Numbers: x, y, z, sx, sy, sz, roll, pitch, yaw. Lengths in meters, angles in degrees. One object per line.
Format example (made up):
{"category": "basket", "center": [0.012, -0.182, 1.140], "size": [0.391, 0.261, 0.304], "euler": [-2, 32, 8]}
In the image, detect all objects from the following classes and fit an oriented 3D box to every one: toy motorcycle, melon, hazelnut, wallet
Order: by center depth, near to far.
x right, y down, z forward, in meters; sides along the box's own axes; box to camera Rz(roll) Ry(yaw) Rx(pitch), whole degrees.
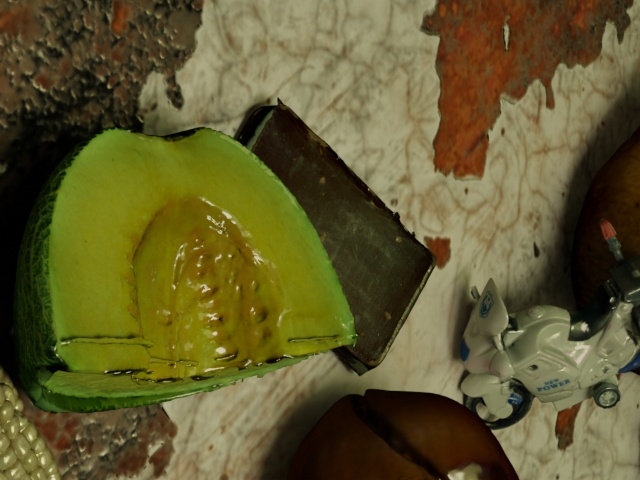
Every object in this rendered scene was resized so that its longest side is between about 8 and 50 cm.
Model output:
{"category": "melon", "center": [-0.120, 0.020, 1.119], "size": [0.265, 0.129, 0.169], "euler": [-1, 71, -45]}
{"category": "hazelnut", "center": [0.062, 0.201, 1.297], "size": [0.208, 0.208, 0.208], "euler": [-5, 96, -48]}
{"category": "wallet", "center": [0.000, 0.000, 1.309], "size": [0.232, 0.031, 0.122], "euler": [45, 65, -38]}
{"category": "toy motorcycle", "center": [0.215, 0.079, 1.455], "size": [0.221, 0.102, 0.150], "euler": [-25, 123, 4]}

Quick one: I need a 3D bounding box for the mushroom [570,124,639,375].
{"category": "mushroom", "center": [0.391, -0.012, 1.641], "size": [0.345, 0.259, 0.345], "euler": [-11, 117, -22]}

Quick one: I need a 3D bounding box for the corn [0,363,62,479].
{"category": "corn", "center": [-0.224, 0.100, 1.024], "size": [0.087, 0.087, 0.211], "euler": [-38, 121, -40]}
